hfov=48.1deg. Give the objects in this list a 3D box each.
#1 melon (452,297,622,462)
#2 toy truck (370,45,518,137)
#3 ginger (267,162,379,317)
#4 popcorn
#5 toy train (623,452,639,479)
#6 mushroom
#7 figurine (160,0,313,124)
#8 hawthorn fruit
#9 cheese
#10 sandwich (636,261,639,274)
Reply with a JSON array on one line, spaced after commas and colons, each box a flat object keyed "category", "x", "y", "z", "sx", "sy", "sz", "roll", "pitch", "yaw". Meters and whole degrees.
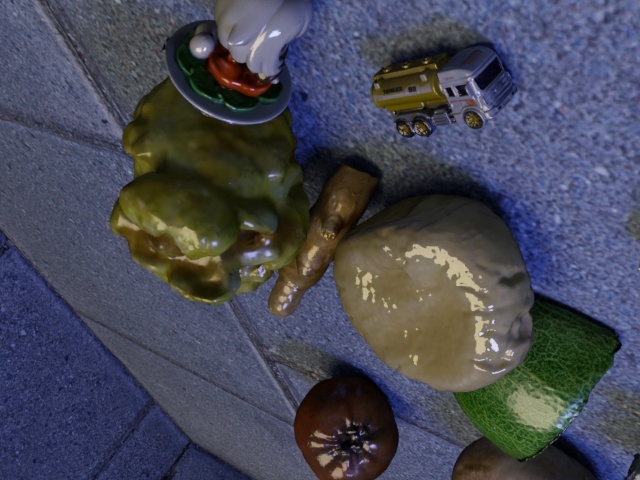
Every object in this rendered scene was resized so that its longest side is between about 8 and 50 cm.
[{"category": "melon", "x": 0.214, "y": 0.164, "z": 0.869, "sx": 0.169, "sy": 0.129, "sz": 0.265, "roll": 35, "pitch": 155, "yaw": 11}, {"category": "toy truck", "x": 0.100, "y": -0.128, "z": 0.611, "sx": 0.123, "sy": 0.052, "sz": 0.062, "roll": 2, "pitch": 131, "yaw": 52}, {"category": "ginger", "x": -0.003, "y": -0.001, "z": 0.900, "sx": 0.065, "sy": 0.118, "sz": 0.299, "roll": 23, "pitch": 146, "yaw": -5}, {"category": "popcorn", "x": -0.117, "y": -0.043, "z": 0.811, "sx": 0.235, "sy": 0.241, "sz": 0.250, "roll": 23, "pitch": 154, "yaw": 21}, {"category": "toy train", "x": 0.471, "y": 0.314, "z": 0.795, "sx": 0.261, "sy": 0.134, "sz": 0.177, "roll": 25, "pitch": 160, "yaw": 24}, {"category": "mushroom", "x": 0.310, "y": 0.398, "z": 1.073, "sx": 0.255, "sy": 0.184, "sz": 0.254, "roll": 16, "pitch": 146, "yaw": 11}, {"category": "figurine", "x": -0.063, "y": -0.196, "z": 0.643, "sx": 0.132, "sy": 0.132, "sz": 0.153, "roll": 38, "pitch": 141, "yaw": -2}, {"category": "hawthorn fruit", "x": 0.036, "y": 0.346, "z": 1.341, "sx": 0.199, "sy": 0.199, "sz": 0.251, "roll": 41, "pitch": 169, "yaw": -8}, {"category": "cheese", "x": 0.121, "y": 0.061, "z": 0.765, "sx": 0.226, "sy": 0.117, "sz": 0.213, "roll": -3, "pitch": 113, "yaw": 53}, {"category": "sandwich", "x": 0.307, "y": 0.008, "z": 0.596, "sx": 0.093, "sy": 0.035, "sz": 0.105, "roll": -2, "pitch": 133, "yaw": 54}]
